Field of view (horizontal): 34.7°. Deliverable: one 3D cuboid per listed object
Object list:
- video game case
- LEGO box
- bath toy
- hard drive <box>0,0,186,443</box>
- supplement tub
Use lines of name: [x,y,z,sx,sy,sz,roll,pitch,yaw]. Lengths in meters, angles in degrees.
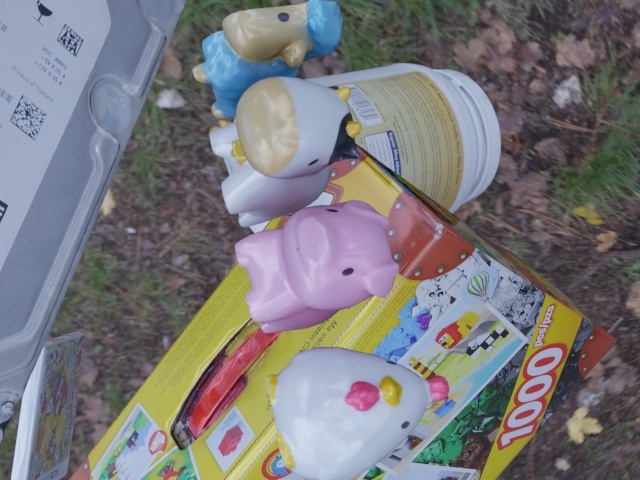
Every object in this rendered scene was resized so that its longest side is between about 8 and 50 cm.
video game case: [-0.397,0.255,1.504,0.026,0.206,0.226,8,90,3]
LEGO box: [0.025,0.191,1.124,0.500,0.372,0.193,-52,45,10]
bath toy: [0.000,0.000,0.759,0.129,0.151,0.348,-14,76,2]
hard drive: [-0.206,-0.090,0.541,0.064,0.237,0.338,-7,54,37]
supplement tub: [0.063,-0.113,1.359,0.228,0.316,0.228,22,120,47]
